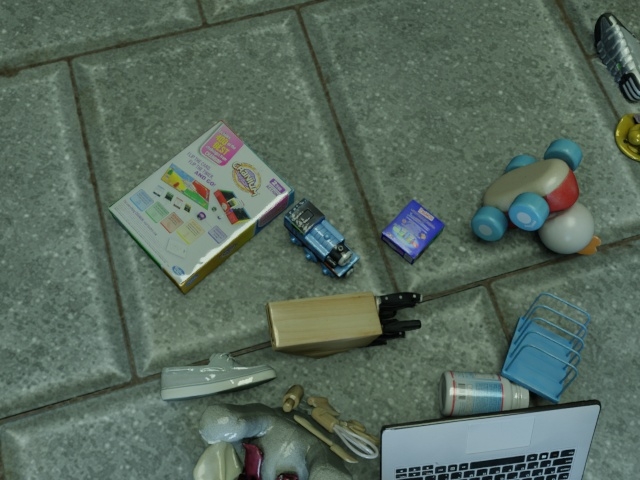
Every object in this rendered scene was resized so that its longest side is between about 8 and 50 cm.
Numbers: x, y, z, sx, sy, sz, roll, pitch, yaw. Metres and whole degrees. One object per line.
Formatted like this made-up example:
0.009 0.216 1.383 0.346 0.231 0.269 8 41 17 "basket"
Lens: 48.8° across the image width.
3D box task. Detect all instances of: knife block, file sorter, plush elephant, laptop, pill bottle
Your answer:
0.061 0.149 1.345 0.242 0.275 0.088 -22 67 22 "knife block"
0.441 0.202 1.368 0.118 0.104 0.170 27 43 9 "file sorter"
-0.096 0.427 1.229 0.272 0.330 0.255 26 92 7 "plush elephant"
0.310 0.516 1.213 0.382 0.408 0.236 -6 35 -5 "laptop"
0.315 0.301 1.368 0.160 0.087 0.087 4 69 0 "pill bottle"

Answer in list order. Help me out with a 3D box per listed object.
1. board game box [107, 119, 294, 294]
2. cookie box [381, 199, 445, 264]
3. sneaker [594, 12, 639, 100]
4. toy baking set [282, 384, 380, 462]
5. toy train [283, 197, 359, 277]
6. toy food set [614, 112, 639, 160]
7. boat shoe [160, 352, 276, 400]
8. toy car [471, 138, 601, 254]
-0.250 -0.076 1.511 0.316 0.064 0.242 -41 75 -16 "board game box"
0.198 -0.019 1.514 0.092 0.040 0.107 41 73 13 "cookie box"
0.754 -0.447 1.685 0.132 0.086 0.229 -18 80 -13 "sneaker"
0.020 0.321 1.260 0.196 0.256 0.030 27 92 9 "toy baking set"
0.000 0.000 1.466 0.080 0.105 0.184 -42 75 -15 "toy train"
0.791 -0.250 1.606 0.218 0.071 0.128 -2 69 -3 "toy food set"
-0.202 0.257 1.374 0.227 0.079 0.081 -9 74 -2 "boat shoe"
0.481 -0.044 1.485 0.238 0.210 0.219 48 58 -13 "toy car"
